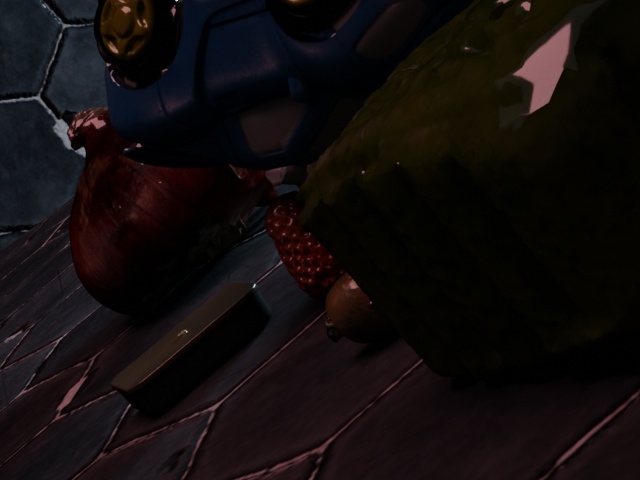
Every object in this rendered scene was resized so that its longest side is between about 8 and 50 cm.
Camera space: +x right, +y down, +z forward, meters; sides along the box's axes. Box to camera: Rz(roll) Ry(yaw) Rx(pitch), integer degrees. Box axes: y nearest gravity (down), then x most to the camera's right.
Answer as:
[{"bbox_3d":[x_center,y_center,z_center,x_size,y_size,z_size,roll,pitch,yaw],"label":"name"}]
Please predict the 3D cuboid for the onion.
[{"bbox_3d":[-0.148,-0.067,1.726,0.272,0.195,0.272,-44,3,3],"label":"onion"}]

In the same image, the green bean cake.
[{"bbox_3d":[0.135,-0.066,0.866,0.250,0.156,0.247,-43,10,-24],"label":"green bean cake"}]

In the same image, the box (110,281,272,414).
[{"bbox_3d":[-0.095,0.081,1.348,0.126,0.031,0.091,-40,10,-15],"label":"box"}]

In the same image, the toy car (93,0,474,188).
[{"bbox_3d":[-0.001,-0.118,1.226,0.314,0.166,0.198,-11,-5,39],"label":"toy car"}]

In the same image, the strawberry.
[{"bbox_3d":[0.000,0.000,1.246,0.073,0.083,0.073,-42,15,14],"label":"strawberry"}]

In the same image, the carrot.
[{"bbox_3d":[0.108,-0.014,1.058,0.254,0.049,0.049,-32,11,8],"label":"carrot"}]
